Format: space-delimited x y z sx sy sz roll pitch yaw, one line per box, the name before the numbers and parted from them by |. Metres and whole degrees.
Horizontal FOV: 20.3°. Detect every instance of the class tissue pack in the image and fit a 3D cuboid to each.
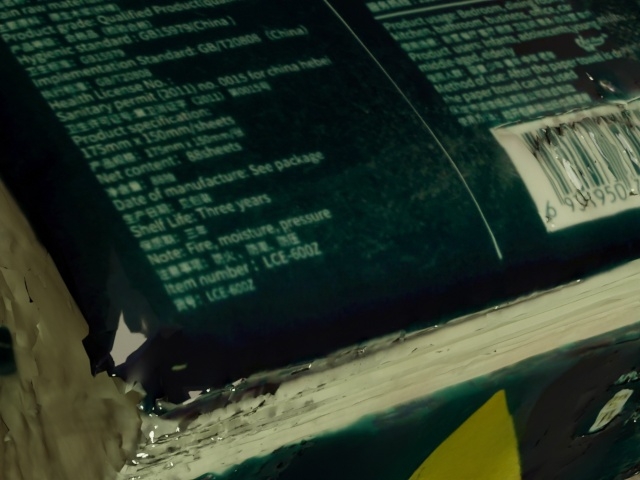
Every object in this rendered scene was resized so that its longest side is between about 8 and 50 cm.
tissue pack | 0.000 0.000 0.815 0.417 0.253 0.264 -15 55 -37
